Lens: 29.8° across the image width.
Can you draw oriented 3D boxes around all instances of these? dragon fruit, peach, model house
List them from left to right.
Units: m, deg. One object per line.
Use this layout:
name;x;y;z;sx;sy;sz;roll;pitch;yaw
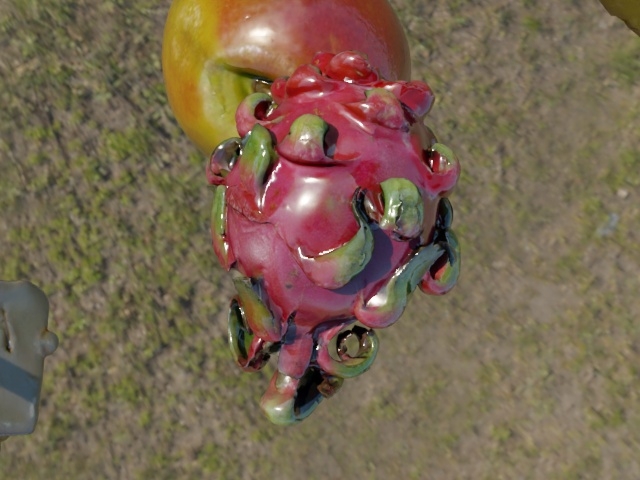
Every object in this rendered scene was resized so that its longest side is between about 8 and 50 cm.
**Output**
model house;-0.420;0.161;1.276;0.229;0.199;0.219;-30;145;34
peach;-0.039;-0.214;1.437;0.307;0.332;0.308;1;111;3
dragon fruit;0.003;-0.008;0.960;0.218;0.198;0.273;24;130;-2

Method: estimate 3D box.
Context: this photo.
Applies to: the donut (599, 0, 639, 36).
donut;0.238;-0.201;0.548;0.277;0.108;0.278;-5;103;-21
